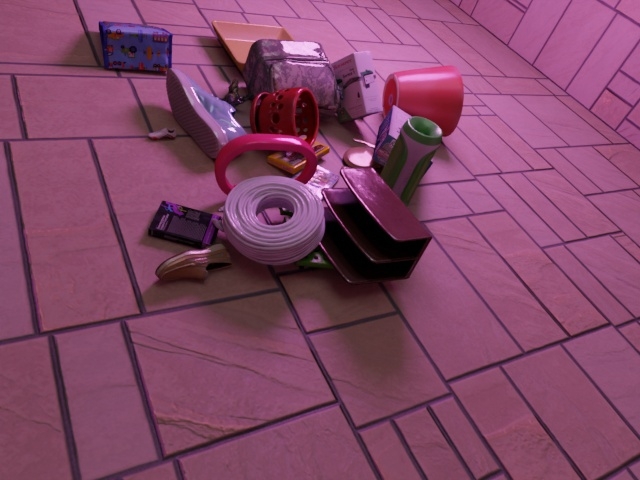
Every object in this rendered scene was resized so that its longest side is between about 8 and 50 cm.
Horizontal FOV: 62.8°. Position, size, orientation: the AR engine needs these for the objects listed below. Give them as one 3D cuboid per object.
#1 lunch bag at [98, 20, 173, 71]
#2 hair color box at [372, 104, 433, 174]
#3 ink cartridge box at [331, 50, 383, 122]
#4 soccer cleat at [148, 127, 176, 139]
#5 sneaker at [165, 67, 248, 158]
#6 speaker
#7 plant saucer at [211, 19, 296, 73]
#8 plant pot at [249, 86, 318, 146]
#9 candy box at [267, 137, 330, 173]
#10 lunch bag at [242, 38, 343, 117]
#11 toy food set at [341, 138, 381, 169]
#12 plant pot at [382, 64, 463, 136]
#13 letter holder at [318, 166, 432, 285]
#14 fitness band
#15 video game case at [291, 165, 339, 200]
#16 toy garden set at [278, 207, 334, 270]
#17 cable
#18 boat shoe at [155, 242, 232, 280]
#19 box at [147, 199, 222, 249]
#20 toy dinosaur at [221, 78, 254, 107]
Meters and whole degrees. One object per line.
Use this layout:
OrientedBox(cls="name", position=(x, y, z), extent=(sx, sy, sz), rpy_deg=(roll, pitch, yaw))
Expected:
OrientedBox(cls="lunch bag", position=(-0.660, -0.718, 1.858), extent=(0.221, 0.138, 0.293), rpy_deg=(-4, 39, -24))
OrientedBox(cls="hair color box", position=(0.285, -0.333, 1.797), extent=(0.174, 0.105, 0.347), rpy_deg=(30, 30, -7))
OrientedBox(cls="ink cartridge box", position=(0.123, -0.554, 1.903), extent=(0.093, 0.160, 0.219), rpy_deg=(-19, 99, -36))
OrientedBox(cls="soccer cleat", position=(-0.473, -0.322, 1.572), extent=(0.083, 0.035, 0.029), rpy_deg=(-7, 49, -29))
OrientedBox(cls="sneaker", position=(-0.354, -0.402, 1.647), extent=(0.150, 0.135, 0.365), rpy_deg=(-20, 68, -39))
OrientedBox(cls="speaker", position=(0.254, -0.218, 1.579), extent=(0.131, 0.296, 0.131), rpy_deg=(12, 42, -11))
OrientedBox(cls="plant saucer", position=(-0.238, -0.755, 2.099), extent=(0.333, 0.081, 0.332), rpy_deg=(-8, 50, -30))
OrientedBox(cls="plant pot", position=(-0.118, -0.381, 1.656), extent=(0.174, 0.191, 0.191), rpy_deg=(3, 36, 22))
OrientedBox(cls="candy box", position=(-0.068, -0.277, 1.694), extent=(0.105, 0.027, 0.206), rpy_deg=(24, 39, 24))
OrientedBox(cls="lunch bag", position=(-0.096, -0.552, 1.863), extent=(0.305, 0.212, 0.255), rpy_deg=(-6, 65, -28))
OrientedBox(cls="toy food set", position=(0.141, -0.269, 1.789), extent=(0.133, 0.038, 0.192), rpy_deg=(18, 46, 6))
OrientedBox(cls="plant pot", position=(0.381, -0.541, 2.026), extent=(0.243, 0.274, 0.274), rpy_deg=(-1, 46, -11))
OrientedBox(cls="letter holder", position=(0.102, -0.045, 1.376), extent=(0.215, 0.152, 0.301), rpy_deg=(-5, 44, -32))
OrientedBox(cls="fitness band", position=(-0.148, -0.197, 1.450), extent=(0.291, 0.209, 0.054), rpy_deg=(-3, 48, -26))
OrientedBox(cls="video game case", position=(-0.022, -0.184, 1.637), extent=(0.119, 0.015, 0.166), rpy_deg=(28, 42, 7))
OrientedBox(cls="toy garden set", position=(0.000, 0.000, 1.430), extent=(0.204, 0.049, 0.244), rpy_deg=(7, 39, -23))
OrientedBox(cls="cable", position=(-0.116, -0.059, 1.320), extent=(0.257, 0.089, 0.257), rpy_deg=(-29, 59, -24))
OrientedBox(cls="boat shoe", position=(-0.288, 0.062, 1.229), extent=(0.190, 0.068, 0.072), rpy_deg=(-22, 69, -39))
OrientedBox(cls="box", position=(-0.342, -0.038, 1.336), extent=(0.162, 0.029, 0.116), rpy_deg=(17, 41, -8))
OrientedBox(cls="toy dinosaur", position=(-0.297, -0.467, 1.767), extent=(0.118, 0.064, 0.268), rpy_deg=(-9, 38, 27))
